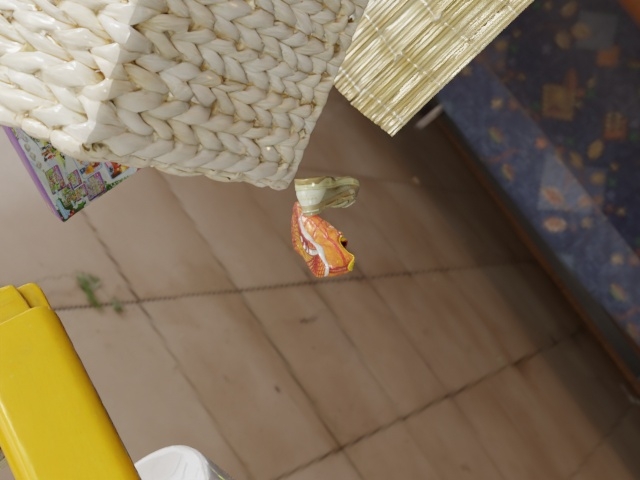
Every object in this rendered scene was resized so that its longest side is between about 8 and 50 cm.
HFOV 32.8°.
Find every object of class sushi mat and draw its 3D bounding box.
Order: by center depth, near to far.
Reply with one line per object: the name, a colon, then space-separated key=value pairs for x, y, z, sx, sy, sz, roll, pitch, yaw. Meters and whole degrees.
sushi mat: x=0.148 y=-0.286 z=1.364 sx=0.151 sy=0.316 sz=0.019 roll=43 pitch=11 yaw=-21

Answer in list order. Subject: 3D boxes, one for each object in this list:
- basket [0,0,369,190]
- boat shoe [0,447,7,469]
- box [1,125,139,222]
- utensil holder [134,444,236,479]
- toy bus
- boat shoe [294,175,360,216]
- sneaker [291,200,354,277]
basket: x=-0.162 y=-0.217 z=0.826 sx=0.328 sy=0.266 sz=0.331 roll=24 pitch=8 yaw=22
boat shoe: x=-0.611 y=0.383 z=1.702 sx=0.123 sy=0.123 sz=0.342 roll=47 pitch=57 yaw=7
box: x=-0.387 y=-0.196 z=1.694 sx=0.057 sy=0.201 sz=0.293 roll=35 pitch=-26 yaw=41
utensil holder: x=-0.182 y=0.574 z=1.828 sx=0.385 sy=0.328 sz=0.327 roll=48 pitch=18 yaw=-27
toy bus: x=-0.271 y=0.186 z=1.097 sx=0.332 sy=0.108 sz=0.130 roll=57 pitch=-16 yaw=24
boat shoe: x=0.010 y=-0.055 z=1.360 sx=0.153 sy=0.056 sz=0.048 roll=-5 pitch=91 yaw=-72
sneaker: x=0.000 y=0.000 z=1.634 sx=0.067 sy=0.064 sz=0.175 roll=-5 pitch=38 yaw=-22
